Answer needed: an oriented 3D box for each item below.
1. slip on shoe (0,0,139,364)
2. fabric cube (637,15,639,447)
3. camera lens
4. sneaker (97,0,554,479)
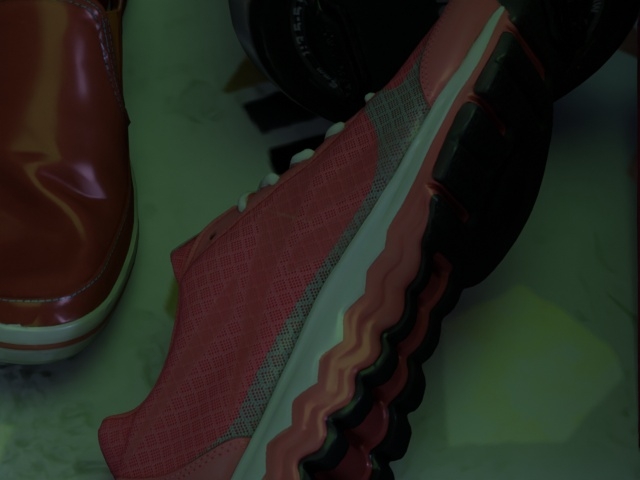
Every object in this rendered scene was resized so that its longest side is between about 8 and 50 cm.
[{"bbox_3d":[-0.150,-0.082,0.998,0.123,0.101,0.331,4,53,-4],"label":"slip on shoe"},{"bbox_3d":[0.295,-0.050,0.882,0.258,0.259,0.254,5,67,-1],"label":"fabric cube"},{"bbox_3d":[0.051,-0.210,1.040,0.219,0.219,0.274,-2,52,-7],"label":"camera lens"},{"bbox_3d":[0.000,0.000,0.895,0.136,0.116,0.313,22,75,25],"label":"sneaker"}]
